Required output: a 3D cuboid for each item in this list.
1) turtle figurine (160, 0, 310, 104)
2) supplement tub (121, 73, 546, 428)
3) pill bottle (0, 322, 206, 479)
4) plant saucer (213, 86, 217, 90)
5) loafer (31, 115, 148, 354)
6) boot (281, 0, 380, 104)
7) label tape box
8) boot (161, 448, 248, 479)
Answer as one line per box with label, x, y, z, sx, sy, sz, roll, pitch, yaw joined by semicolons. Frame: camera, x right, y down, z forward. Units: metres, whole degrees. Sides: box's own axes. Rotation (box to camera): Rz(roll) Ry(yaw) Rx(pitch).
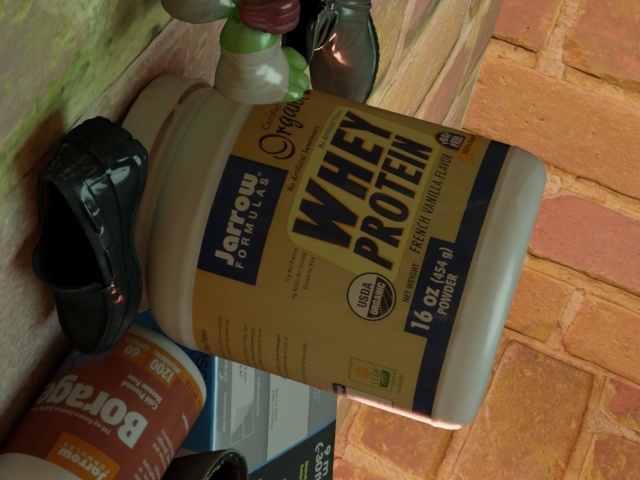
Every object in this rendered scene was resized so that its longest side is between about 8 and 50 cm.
turtle figurine;-0.009;-0.238;0.819;0.274;0.198;0.266;-56;169;-38
supplement tub;0.000;0.000;0.998;0.228;0.316;0.228;16;90;-81
pill bottle;-0.188;0.177;0.992;0.121;0.121;0.216;101;14;-50
plant saucer;-0.098;-0.065;1.208;0.198;0.036;0.198;23;90;-80
loafer;-0.170;0.010;0.881;0.078;0.076;0.223;-42;158;-37
boot;0.000;-0.217;1.322;0.161;0.083;0.246;-50;153;-48
label tape box;-0.053;0.153;1.293;0.348;0.115;0.249;-18;116;-55
boot;-0.169;0.260;1.053;0.076;0.208;0.189;46;52;-43
